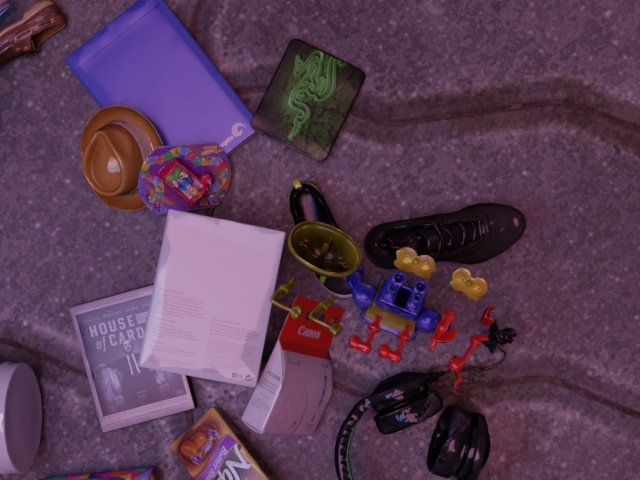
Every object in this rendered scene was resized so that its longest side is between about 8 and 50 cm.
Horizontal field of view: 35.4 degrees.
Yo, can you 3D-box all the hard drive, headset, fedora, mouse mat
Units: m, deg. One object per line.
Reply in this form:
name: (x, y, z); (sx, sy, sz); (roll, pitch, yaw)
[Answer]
hard drive: (-0.283, -0.265, 1.819); (0.210, 0.040, 0.318); (-38, 88, 3)
headset: (0.198, 0.311, 1.725); (0.243, 0.185, 0.394); (39, 76, 2)
fedora: (-0.366, -0.141, 1.780); (0.194, 0.079, 0.194); (6, 106, 21)
mouse mat: (-0.022, -0.252, 1.802); (0.153, 0.007, 0.189); (25, 81, -2)

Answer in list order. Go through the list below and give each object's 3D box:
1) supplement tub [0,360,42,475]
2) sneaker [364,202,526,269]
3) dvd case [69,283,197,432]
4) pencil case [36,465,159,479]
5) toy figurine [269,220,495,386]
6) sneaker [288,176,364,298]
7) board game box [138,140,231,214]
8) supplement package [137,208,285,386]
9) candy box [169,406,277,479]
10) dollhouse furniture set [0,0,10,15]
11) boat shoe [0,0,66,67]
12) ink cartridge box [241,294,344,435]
supplement tub: (-0.670, 0.314, 1.752); (0.316, 0.228, 0.228); (-3, 90, 3)
sneaker: (0.220, -0.002, 1.751); (0.286, 0.130, 0.109); (-13, 88, 2)
dvd case: (-0.342, 0.213, 1.833); (0.179, 0.029, 0.238); (-15, 90, 3)
pencil case: (-0.404, 0.466, 1.804); (0.236, 0.104, 0.104); (-10, 90, 2)
toy figurine: (0.095, 0.124, 1.713); (0.363, 0.217, 0.191); (21, 71, 3)
sneaker: (0.000, 0.000, 1.778); (0.084, 0.097, 0.234); (-29, 89, 3)
board game box: (-0.235, -0.104, 1.772); (0.169, 0.033, 0.133); (-8, 121, -21)
supplement package: (-0.183, 0.095, 1.724); (0.199, 0.198, 0.262); (11, 89, -4)
candy box: (-0.169, 0.402, 1.787); (0.109, 0.053, 0.186); (-43, 72, 3)
dollhouse furniture set: (-0.664, -0.346, 1.801); (0.286, 0.198, 0.303); (37, 70, 6)
boat shoe: (-0.539, -0.363, 1.821); (0.178, 0.064, 0.060); (-40, 86, 0)
ink cartridge box: (-0.027, 0.224, 1.736); (0.066, 0.189, 0.232); (30, 93, 30)
